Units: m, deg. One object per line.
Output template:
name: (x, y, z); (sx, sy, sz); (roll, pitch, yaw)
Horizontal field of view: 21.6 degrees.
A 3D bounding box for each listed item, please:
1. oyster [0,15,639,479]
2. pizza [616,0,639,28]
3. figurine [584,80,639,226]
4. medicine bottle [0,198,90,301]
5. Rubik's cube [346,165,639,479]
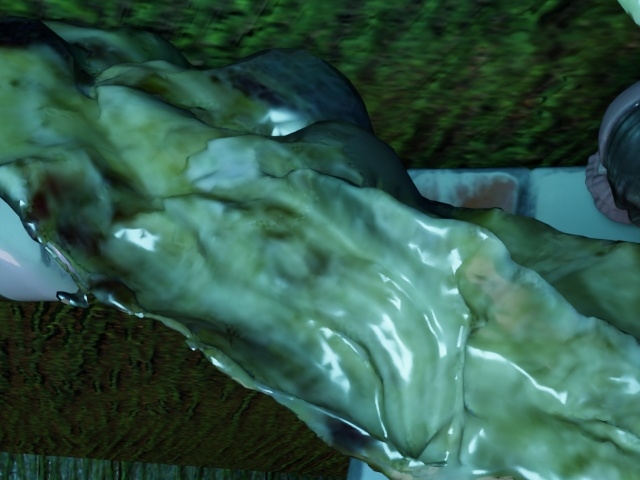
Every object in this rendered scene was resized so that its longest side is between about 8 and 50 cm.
oyster: (0.006, 0.005, 0.515); (0.361, 0.096, 0.221); (35, -165, 34)
pizza: (0.120, -0.019, 0.370); (0.075, 0.280, 0.288); (-25, 125, 14)
figurine: (0.143, -0.030, 0.658); (0.072, 0.054, 0.129); (-2, 169, 4)
medicine bottle: (-0.167, -0.012, 0.746); (0.219, 0.078, 0.115); (-1, 164, 16)
Rubik's cube: (0.163, 0.132, 0.781); (0.253, 0.259, 0.256); (2, 148, 18)
